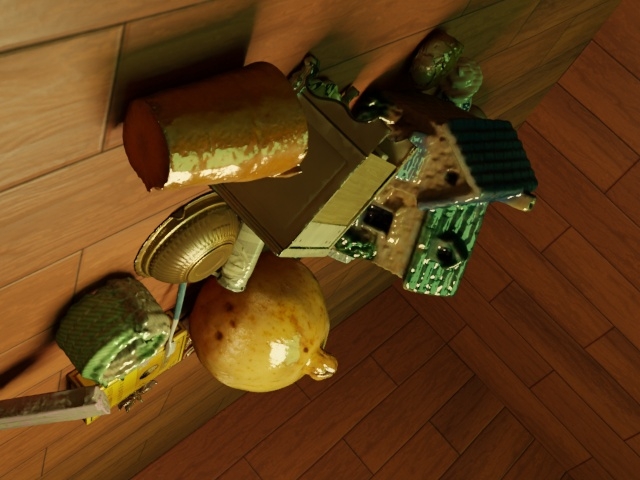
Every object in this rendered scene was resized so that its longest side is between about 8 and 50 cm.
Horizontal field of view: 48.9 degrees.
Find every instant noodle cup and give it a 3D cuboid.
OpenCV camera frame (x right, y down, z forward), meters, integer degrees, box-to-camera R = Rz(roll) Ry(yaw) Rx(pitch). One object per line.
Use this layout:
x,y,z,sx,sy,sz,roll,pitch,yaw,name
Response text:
-0.261,0.017,1.509,0.274,0.091,0.274,-39,166,-12,instant noodle cup

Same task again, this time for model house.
0.284,-0.103,1.731,0.395,0.400,0.445,-10,126,-55,model house

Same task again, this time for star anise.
-0.554,0.459,2.124,0.141,0.042,0.141,-41,164,-15,star anise

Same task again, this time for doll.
0.379,-0.414,1.941,0.293,0.119,0.138,54,40,-77,doll

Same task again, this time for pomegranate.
-0.132,0.231,1.838,0.410,0.410,0.410,-40,166,-12,pomegranate

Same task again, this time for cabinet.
-0.009,-0.157,1.416,0.318,0.227,0.290,-48,165,13,cabinet

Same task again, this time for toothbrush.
-0.345,0.171,1.706,0.025,0.019,0.276,-23,137,-51,toothbrush

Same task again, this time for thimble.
-0.419,0.185,1.449,0.219,0.150,0.219,-39,166,-11,thimble

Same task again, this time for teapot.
-0.190,0.014,1.643,0.077,0.107,0.200,-93,-154,-79,teapot

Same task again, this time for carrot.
-0.167,-0.158,1.079,0.254,0.196,0.196,-23,157,-37,carrot

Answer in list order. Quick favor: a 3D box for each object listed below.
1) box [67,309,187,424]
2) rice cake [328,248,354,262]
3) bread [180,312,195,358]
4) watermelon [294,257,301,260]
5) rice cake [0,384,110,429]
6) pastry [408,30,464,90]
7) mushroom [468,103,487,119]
-0.491,0.324,1.802,0.301,0.084,0.193,-34,164,-32,box
0.000,0.000,1.927,0.085,0.226,0.040,-19,128,-54,rice cake
-0.360,0.261,2.006,0.160,0.073,0.160,-37,163,-14,bread
-0.091,0.036,2.069,0.110,0.078,0.078,-42,166,-4,watermelon
-0.584,0.342,1.416,0.298,0.050,0.106,-6,157,-11,rice cake
0.274,-0.427,1.680,0.153,0.081,0.153,-50,171,-11,pastry
0.442,-0.318,2.283,0.243,0.243,0.243,-40,166,-12,mushroom
